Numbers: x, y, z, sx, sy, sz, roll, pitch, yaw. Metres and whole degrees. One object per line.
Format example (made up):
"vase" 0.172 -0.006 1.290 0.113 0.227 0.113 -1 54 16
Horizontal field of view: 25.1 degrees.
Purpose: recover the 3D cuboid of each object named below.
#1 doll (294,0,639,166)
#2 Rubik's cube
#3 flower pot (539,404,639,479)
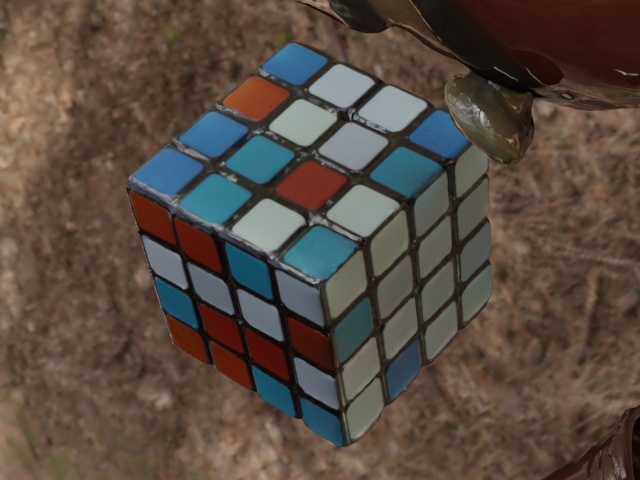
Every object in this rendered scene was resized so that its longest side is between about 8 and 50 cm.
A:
"doll" 0.121 -0.096 0.376 0.330 0.235 0.174 17 87 54
"Rubik's cube" 0.000 0.000 0.870 0.151 0.154 0.155 27 147 31
"flower pot" 0.103 0.130 0.548 0.089 0.111 0.111 -26 87 25
